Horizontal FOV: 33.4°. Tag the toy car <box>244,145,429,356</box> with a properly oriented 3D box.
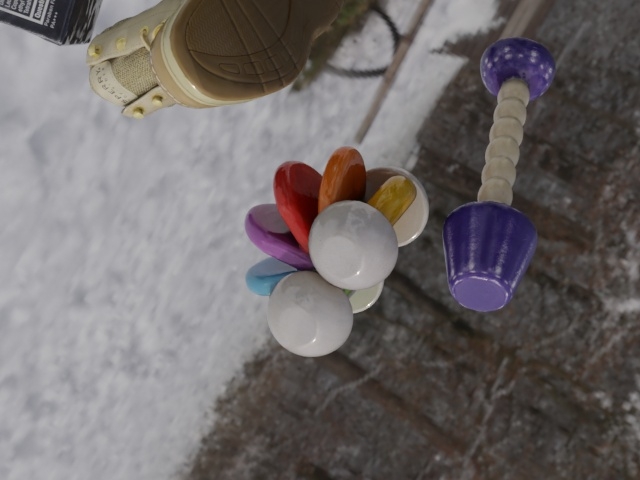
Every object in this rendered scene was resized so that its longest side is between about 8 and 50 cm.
[{"bbox_3d":[0.000,0.000,0.927,0.182,0.136,0.159,-59,174,27],"label":"toy car"}]

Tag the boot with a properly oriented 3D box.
[{"bbox_3d":[-0.110,-0.147,0.839,0.203,0.095,0.262,-18,-157,30],"label":"boot"}]

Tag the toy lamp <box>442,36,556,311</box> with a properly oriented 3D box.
[{"bbox_3d":[0.154,-0.061,0.906,0.080,0.080,0.275,117,-9,-53],"label":"toy lamp"}]

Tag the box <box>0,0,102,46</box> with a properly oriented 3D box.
[{"bbox_3d":[-0.351,-0.393,1.118,0.183,0.294,0.296,-104,-147,-79],"label":"box"}]
